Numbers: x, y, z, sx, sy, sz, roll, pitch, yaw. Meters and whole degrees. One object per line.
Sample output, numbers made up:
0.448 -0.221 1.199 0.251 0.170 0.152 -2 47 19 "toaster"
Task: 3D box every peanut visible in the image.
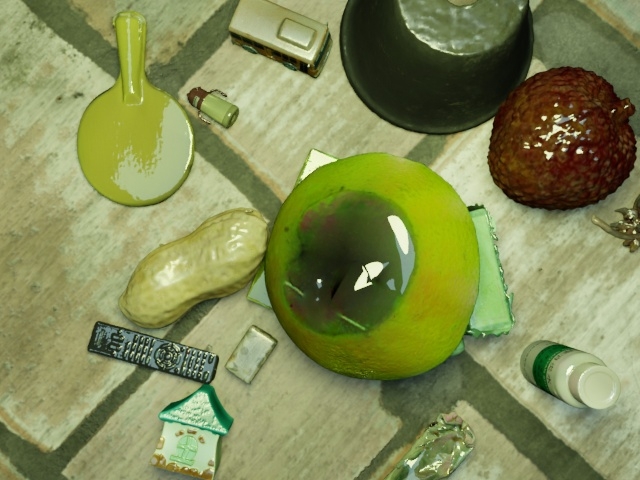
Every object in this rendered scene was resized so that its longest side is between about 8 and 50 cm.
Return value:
-0.227 0.054 1.217 0.313 0.149 0.149 -29 88 1 "peanut"

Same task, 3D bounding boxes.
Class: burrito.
0.167 0.448 1.234 0.096 0.066 0.309 37 91 -1 "burrito"

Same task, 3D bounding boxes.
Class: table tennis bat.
-0.355 -0.247 1.271 0.224 0.054 0.368 -4 92 0 "table tennis bat"

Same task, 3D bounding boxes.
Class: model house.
-0.229 0.341 1.220 0.127 0.100 0.148 14 86 0 "model house"

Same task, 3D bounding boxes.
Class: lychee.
0.422 -0.174 1.178 0.261 0.260 0.260 0 88 0 "lychee"

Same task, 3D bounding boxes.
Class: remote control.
-0.314 0.211 1.261 0.245 0.025 0.063 16 87 1 "remote control"

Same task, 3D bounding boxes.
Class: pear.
0.058 0.050 1.081 0.399 0.165 0.398 1 93 23 "pear"

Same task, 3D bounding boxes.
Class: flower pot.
0.230 -0.384 1.181 0.380 0.251 0.378 0 88 -2 "flower pot"

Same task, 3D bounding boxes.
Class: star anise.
0.576 -0.041 1.190 0.219 0.227 0.148 5 94 11 "star anise"

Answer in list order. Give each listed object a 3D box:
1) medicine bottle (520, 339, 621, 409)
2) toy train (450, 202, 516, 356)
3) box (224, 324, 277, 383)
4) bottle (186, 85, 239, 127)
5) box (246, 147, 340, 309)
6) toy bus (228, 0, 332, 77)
0.425 0.230 1.148 0.095 0.260 0.095 0 89 -2 "medicine bottle"
0.232 0.069 1.210 0.188 0.159 0.271 -11 83 -4 "toy train"
-0.129 0.212 1.252 0.062 0.045 0.098 32 89 2 "box"
-0.206 -0.258 1.273 0.101 0.047 0.063 30 60 5 "bottle"
0.000 0.000 1.263 0.173 0.043 0.311 23 88 1 "box"
-0.072 -0.384 1.247 0.182 0.103 0.091 23 88 0 "toy bus"
